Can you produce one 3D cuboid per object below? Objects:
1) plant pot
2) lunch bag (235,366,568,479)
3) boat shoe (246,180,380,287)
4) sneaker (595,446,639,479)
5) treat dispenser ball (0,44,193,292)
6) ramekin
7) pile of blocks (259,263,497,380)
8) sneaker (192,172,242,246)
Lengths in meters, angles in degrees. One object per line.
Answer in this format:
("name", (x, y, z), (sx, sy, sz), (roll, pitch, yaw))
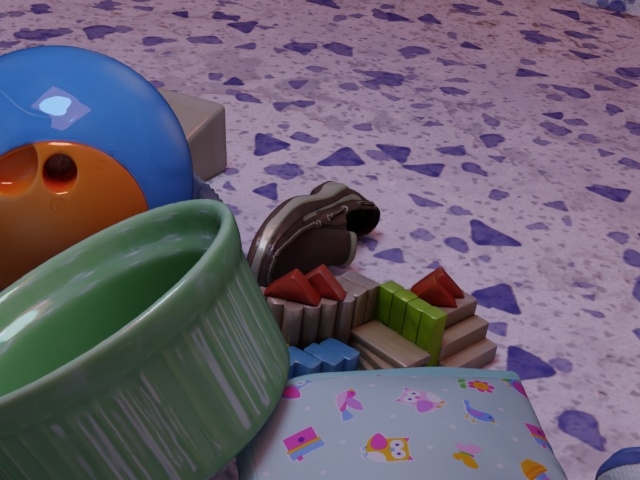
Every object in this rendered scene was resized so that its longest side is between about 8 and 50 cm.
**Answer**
("plant pot", (-0.201, -0.133, 1.524), (0.109, 0.109, 0.096), (16, 42, 16))
("lunch bag", (0.060, 0.214, 0.890), (0.262, 0.160, 0.223), (6, 29, -15))
("boat shoe", (0.002, -0.007, 1.347), (0.095, 0.095, 0.257), (24, 32, 17))
("sneaker", (0.283, 0.274, 0.878), (0.131, 0.112, 0.296), (-3, 29, -17))
("treat dispenser ball", (-0.281, -0.064, 1.176), (0.288, 0.288, 0.288), (6, 29, -3))
("ramekin", (-0.173, 0.107, 0.918), (0.303, 0.148, 0.303), (-25, 20, 10))
("pile of blocks", (0.024, 0.088, 1.155), (0.362, 0.112, 0.149), (-5, 31, -20))
("sneaker", (-0.230, -0.040, 1.363), (0.131, 0.112, 0.319), (-33, 43, -27))
